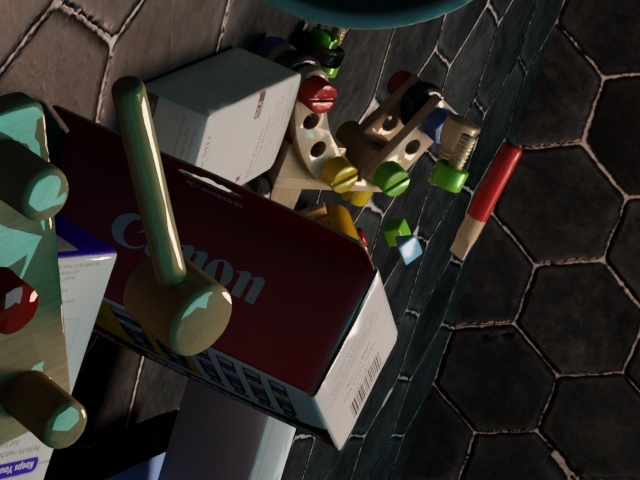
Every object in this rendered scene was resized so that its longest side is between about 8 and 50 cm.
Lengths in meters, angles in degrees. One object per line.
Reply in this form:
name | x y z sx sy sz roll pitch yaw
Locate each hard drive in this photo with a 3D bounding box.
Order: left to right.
hard drive | -0.081 0.158 1.864 0.233 0.047 0.353 -132 -124 -62

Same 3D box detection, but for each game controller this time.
game controller | -0.220 0.289 1.987 0.319 0.067 0.166 -16 109 -64

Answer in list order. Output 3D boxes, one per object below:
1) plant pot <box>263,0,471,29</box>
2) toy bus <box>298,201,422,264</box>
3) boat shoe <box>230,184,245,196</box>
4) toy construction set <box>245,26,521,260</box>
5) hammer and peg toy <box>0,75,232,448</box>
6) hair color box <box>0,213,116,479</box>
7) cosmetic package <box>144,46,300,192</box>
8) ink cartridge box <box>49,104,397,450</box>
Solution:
plant pot | 0.069 -0.394 1.546 0.334 0.341 0.341 -57 165 -59
toy bus | 0.007 0.004 2.362 0.191 0.202 0.104 -47 127 -35
boat shoe | -0.130 -0.031 1.874 0.207 0.073 0.073 -40 149 -60
toy construction set | 0.038 -0.070 2.020 0.257 0.309 0.237 -12 131 -63
hammer and peg toy | -0.237 0.030 1.181 0.361 0.127 0.266 -26 131 -33
hair color box | -0.297 0.142 1.395 0.185 0.110 0.338 -4 117 -55
cosmetic package | -0.110 -0.109 1.802 0.231 0.085 0.117 -40 150 -63
ink cartridge box | -0.106 0.036 1.587 0.130 0.309 0.272 -63 165 -14
